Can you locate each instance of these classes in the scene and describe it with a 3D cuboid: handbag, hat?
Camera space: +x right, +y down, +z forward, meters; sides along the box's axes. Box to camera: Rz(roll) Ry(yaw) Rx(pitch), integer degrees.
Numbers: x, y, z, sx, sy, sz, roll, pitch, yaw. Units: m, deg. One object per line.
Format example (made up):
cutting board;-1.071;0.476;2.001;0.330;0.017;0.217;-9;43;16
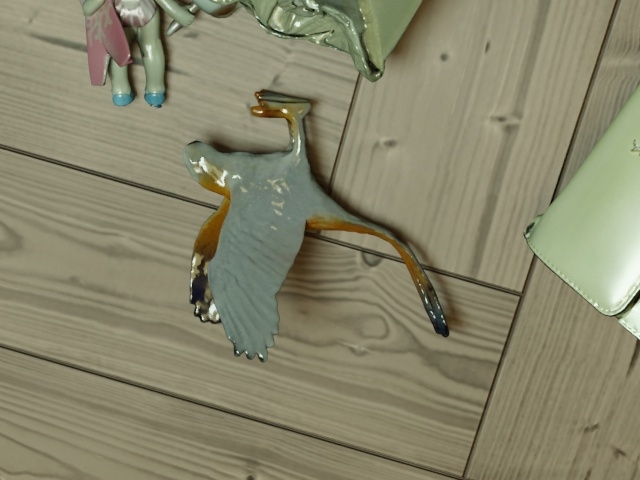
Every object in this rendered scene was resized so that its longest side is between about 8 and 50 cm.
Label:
handbag;0.411;-0.072;1.731;0.237;0.160;0.358;41;110;19
hat;0.009;-0.293;1.714;0.214;0.149;0.244;27;114;-17

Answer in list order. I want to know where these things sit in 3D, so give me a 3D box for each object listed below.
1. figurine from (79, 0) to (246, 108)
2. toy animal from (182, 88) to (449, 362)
figurine;-0.188;-0.264;1.787;0.205;0.103;0.260;4;119;8
toy animal;-0.005;-0.023;1.836;0.284;0.225;0.302;-6;97;-10
